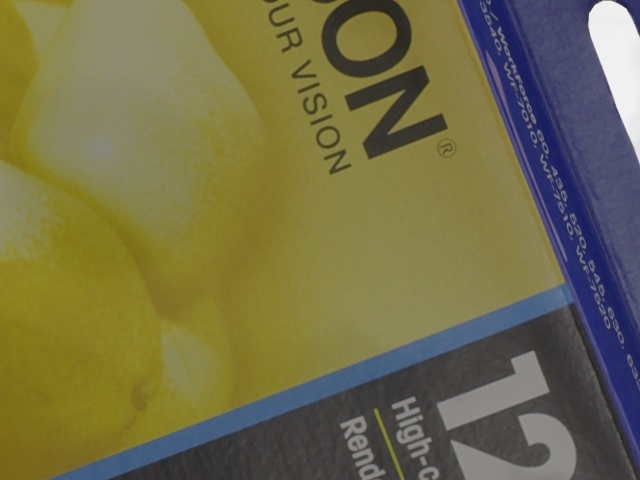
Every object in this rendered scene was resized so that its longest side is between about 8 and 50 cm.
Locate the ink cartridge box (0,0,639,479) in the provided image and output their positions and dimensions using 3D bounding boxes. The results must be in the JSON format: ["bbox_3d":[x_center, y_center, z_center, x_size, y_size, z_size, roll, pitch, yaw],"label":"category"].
[{"bbox_3d":[0.000,0.000,0.496,0.307,0.304,0.072,-22,1,7],"label":"ink cartridge box"}]
